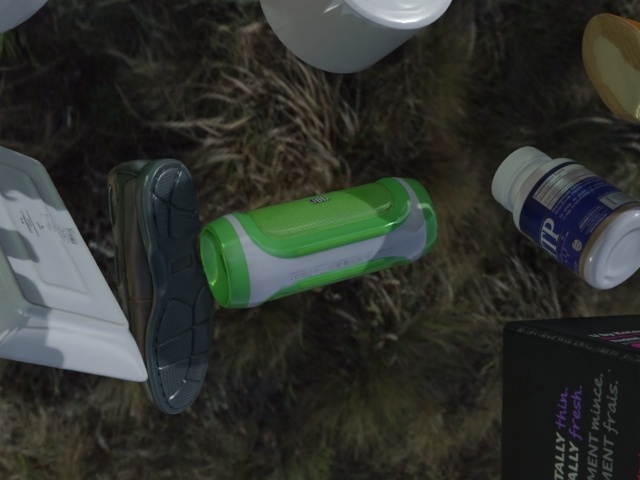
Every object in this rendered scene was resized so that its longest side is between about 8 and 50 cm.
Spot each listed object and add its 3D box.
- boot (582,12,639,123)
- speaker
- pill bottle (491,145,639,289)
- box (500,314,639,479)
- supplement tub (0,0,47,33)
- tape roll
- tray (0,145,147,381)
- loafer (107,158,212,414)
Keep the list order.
[{"bbox_3d":[0.470,-0.187,1.050,0.211,0.295,0.104,-10,132,-19],"label":"boot"},{"bbox_3d":[0.000,0.000,1.156,0.297,0.131,0.131,-14,128,-23],"label":"speaker"},{"bbox_3d":[0.301,-0.035,1.072,0.112,0.187,0.112,-22,134,-25],"label":"pill bottle"},{"bbox_3d":[0.195,0.124,0.313,0.143,0.270,0.165,-1,95,-21],"label":"box"},{"bbox_3d":[-0.199,-0.260,0.480,0.191,0.272,0.191,5,144,3],"label":"supplement tub"},{"bbox_3d":[0.052,-0.385,1.273,0.246,0.169,0.246,7,76,-28],"label":"tape roll"},{"bbox_3d":[-0.229,-0.004,0.685,0.030,0.270,0.145,-49,142,14],"label":"tray"},{"bbox_3d":[-0.173,0.046,0.925,0.096,0.084,0.267,-16,108,-54],"label":"loafer"}]
